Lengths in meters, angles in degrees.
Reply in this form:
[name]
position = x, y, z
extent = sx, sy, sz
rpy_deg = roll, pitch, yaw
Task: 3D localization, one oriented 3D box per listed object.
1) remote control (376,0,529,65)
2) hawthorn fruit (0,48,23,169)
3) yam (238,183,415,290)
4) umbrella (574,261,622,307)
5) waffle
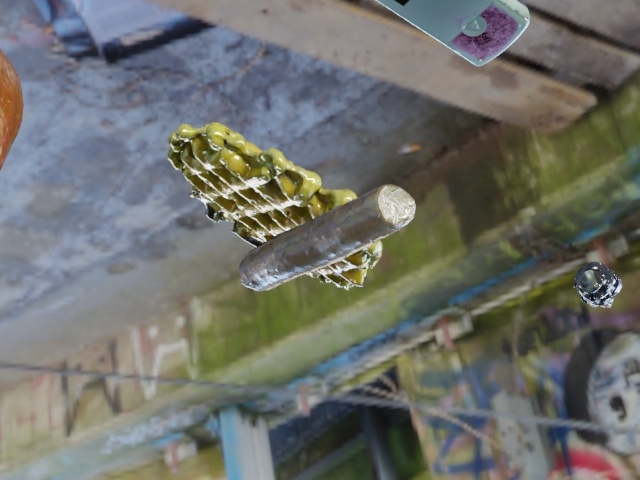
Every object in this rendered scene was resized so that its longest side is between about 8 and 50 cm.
[remote control]
position = 0.204, -0.434, 2.102
extent = 0.344, 0.050, 0.145
rpy_deg = 28, 134, -26
[hawthorn fruit]
position = -0.564, -0.178, 1.690
extent = 0.295, 0.311, 0.295
rpy_deg = 6, 142, 4
[yam]
position = 0.000, 0.000, 1.209
extent = 0.056, 0.057, 0.241
rpy_deg = 15, 152, -36
[umbrella]
position = 0.392, 0.057, 1.696
extent = 0.070, 0.071, 0.248
rpy_deg = -17, 169, 12
[waffle]
position = -0.062, -0.044, 1.565
extent = 0.311, 0.060, 0.307
rpy_deg = 28, 159, 12
